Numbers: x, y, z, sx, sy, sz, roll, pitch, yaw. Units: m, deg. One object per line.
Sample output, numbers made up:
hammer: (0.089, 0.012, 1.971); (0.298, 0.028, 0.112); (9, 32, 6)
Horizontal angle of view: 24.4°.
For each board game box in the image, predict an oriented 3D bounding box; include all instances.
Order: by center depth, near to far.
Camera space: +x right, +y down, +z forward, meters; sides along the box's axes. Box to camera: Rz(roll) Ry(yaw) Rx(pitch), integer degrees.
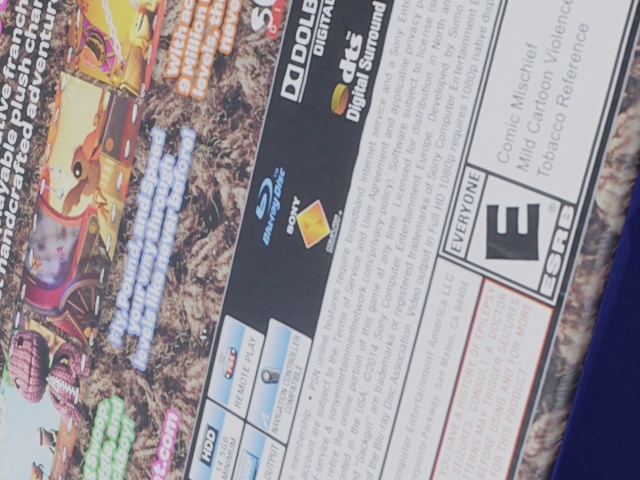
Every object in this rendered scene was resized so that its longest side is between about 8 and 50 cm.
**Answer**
board game box: (0.000, 0.000, 0.457); (0.291, 0.141, 0.232); (26, 108, 42)
